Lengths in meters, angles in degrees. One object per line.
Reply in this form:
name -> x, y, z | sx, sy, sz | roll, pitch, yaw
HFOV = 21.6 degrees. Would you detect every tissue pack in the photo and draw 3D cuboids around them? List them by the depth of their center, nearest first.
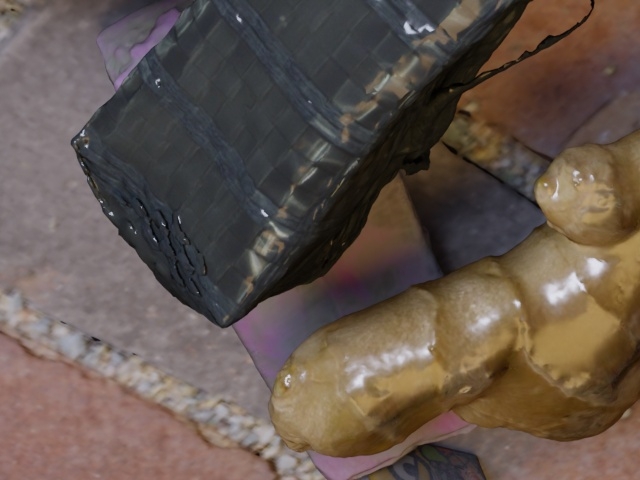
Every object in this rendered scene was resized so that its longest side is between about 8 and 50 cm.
tissue pack -> 0.052, 0.135, 0.891 | 0.083, 0.063, 0.035 | 15, 121, -26

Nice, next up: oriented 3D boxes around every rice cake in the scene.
rice cake -> -0.002, 0.000, 0.768 | 0.106, 0.050, 0.298 | -25, 131, 1

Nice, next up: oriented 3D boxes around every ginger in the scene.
ginger -> 0.132, 0.004, 0.751 | 0.333, 0.081, 0.148 | -43, 115, 8

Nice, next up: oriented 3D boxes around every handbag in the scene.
handbag -> 0.030, -0.069, 0.609 | 0.270, 0.089, 0.175 | -49, 163, 25
